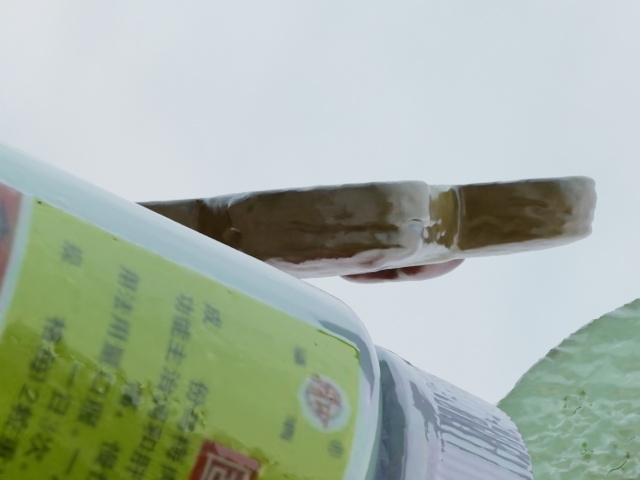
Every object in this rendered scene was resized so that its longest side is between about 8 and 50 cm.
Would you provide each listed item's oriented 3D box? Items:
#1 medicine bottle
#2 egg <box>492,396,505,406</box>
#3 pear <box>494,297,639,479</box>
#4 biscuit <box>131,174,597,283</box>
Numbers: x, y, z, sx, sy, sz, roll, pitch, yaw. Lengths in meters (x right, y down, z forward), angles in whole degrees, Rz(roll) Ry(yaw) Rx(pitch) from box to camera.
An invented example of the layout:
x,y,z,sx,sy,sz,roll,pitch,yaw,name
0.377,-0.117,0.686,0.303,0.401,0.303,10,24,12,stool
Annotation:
x,y,z,sx,sy,sz,roll,pitch,yaw,name
-0.060,0.062,0.536,0.139,0.225,0.139,-46,-150,36,medicine bottle
0.165,0.222,1.050,0.283,0.345,0.283,20,-59,36,egg
0.195,0.126,0.740,0.292,0.292,0.159,12,-51,41,pear
0.000,0.000,1.344,0.368,0.394,0.076,-3,-90,25,biscuit
